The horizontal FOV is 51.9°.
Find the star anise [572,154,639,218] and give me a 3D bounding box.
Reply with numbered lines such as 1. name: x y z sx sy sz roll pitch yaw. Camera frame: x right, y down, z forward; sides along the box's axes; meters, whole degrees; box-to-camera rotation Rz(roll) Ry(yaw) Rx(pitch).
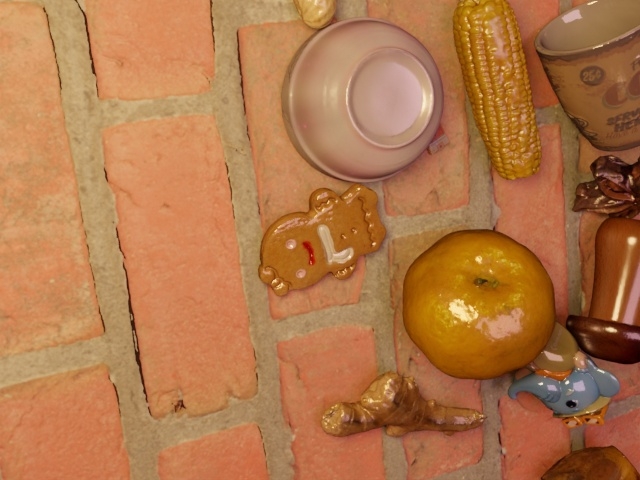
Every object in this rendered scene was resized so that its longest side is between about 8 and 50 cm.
1. star anise: 0.619 -0.114 1.336 0.214 0.220 0.099 27 61 -30

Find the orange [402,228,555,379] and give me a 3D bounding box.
1. orange: 0.284 0.117 1.194 0.279 0.235 0.279 -1 63 2

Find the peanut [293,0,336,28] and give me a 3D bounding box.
1. peanut: -0.005 -0.445 1.081 0.082 0.082 0.187 7 95 -23

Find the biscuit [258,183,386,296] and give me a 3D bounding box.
1. biscuit: 0.001 0.001 1.154 0.248 0.035 0.184 -24 121 -15

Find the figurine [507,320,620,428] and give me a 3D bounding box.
1. figurine: 0.479 0.271 1.355 0.262 0.154 0.180 38 115 3

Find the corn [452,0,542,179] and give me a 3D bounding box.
1. corn: 0.332 -0.284 1.222 0.120 0.120 0.363 -27 108 -17

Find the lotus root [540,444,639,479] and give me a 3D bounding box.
1. lotus root: 0.615 0.541 1.425 0.180 0.199 0.188 -41 118 -7

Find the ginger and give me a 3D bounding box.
1. ginger: 0.163 0.328 1.267 0.333 0.081 0.148 16 97 -23

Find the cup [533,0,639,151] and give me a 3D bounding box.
1. cup: 0.581 -0.338 1.286 0.301 0.227 0.257 -47 125 -24

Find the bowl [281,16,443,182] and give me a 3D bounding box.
1. bowl: 0.088 -0.235 1.109 0.286 0.144 0.287 -3 100 -18

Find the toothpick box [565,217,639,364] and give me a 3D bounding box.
1. toothpick box: 0.634 0.109 1.378 0.192 0.192 0.295 17 86 -24

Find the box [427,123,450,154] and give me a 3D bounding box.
1. box: 0.208 -0.209 1.240 0.046 0.012 0.083 -35 108 -15
